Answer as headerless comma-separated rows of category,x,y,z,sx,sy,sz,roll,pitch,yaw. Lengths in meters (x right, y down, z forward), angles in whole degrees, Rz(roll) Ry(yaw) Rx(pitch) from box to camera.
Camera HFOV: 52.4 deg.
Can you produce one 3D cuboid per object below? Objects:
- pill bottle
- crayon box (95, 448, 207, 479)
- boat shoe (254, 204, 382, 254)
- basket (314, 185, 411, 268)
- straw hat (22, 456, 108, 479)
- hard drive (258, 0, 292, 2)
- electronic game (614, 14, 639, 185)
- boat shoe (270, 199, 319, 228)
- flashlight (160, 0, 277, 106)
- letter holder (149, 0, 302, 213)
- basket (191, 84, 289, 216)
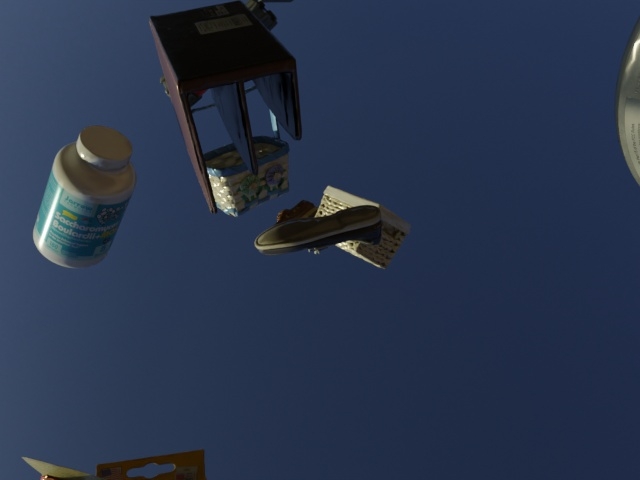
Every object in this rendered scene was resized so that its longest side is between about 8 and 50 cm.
pill bottle,-0.431,-0.082,1.202,0.146,0.264,0.146,21,-143,-17
crayon box,-0.289,0.541,1.125,0.203,0.083,0.323,-6,-135,-8
boat shoe,0.000,0.000,1.037,0.206,0.065,0.075,-14,-148,0
basket,0.074,-0.026,1.283,0.167,0.113,0.103,25,-93,49
straw hat,-0.393,0.377,0.982,0.144,0.144,0.061,11,-116,7
hard drive,-0.119,-0.655,1.593,0.094,0.022,0.135,-13,-84,-31
electronic game,0.272,-0.086,0.327,0.229,0.229,0.048,6,-138,4
boat shoe,-0.078,-0.039,1.529,0.060,0.064,0.178,43,-124,18
flashlight,-0.243,-0.447,1.541,0.304,0.103,0.103,-39,-149,18
letter holder,-0.138,-0.201,0.965,0.152,0.214,0.302,-15,-144,-12
basket,-0.201,-0.229,1.665,0.255,0.289,0.201,-29,-154,-27
